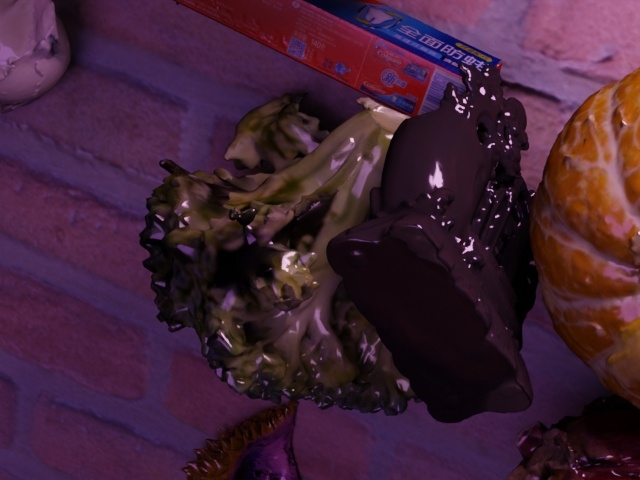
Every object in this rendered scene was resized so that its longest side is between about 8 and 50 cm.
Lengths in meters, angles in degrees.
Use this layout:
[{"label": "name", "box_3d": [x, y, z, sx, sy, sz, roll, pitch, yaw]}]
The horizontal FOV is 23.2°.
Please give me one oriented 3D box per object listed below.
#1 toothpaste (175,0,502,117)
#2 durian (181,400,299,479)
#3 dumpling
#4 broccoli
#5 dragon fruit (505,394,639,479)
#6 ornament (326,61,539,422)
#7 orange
[{"label": "toothpaste", "box_3d": [0.011, -0.201, 1.484, 0.320, 0.076, 0.066, 28, 122, 12]}, {"label": "durian", "box_3d": [-0.099, 0.329, 1.769, 0.186, 0.154, 0.260, -6, 103, 54]}, {"label": "dumpling", "box_3d": [-0.325, -0.212, 1.636, 0.127, 0.108, 0.188, 63, 143, 16]}, {"label": "broccoli", "box_3d": [0.007, 0.006, 1.457, 0.348, 0.293, 0.281, 29, 113, 9]}, {"label": "dragon fruit", "box_3d": [0.302, 0.304, 1.441, 0.329, 0.329, 0.329, 11, 117, 22]}, {"label": "ornament", "box_3d": [0.135, -0.008, 1.369, 0.106, 0.260, 0.251, -10, 123, 36]}, {"label": "orange", "box_3d": [0.338, -0.003, 1.314, 0.329, 0.249, 0.329, 8, 109, 25]}]
